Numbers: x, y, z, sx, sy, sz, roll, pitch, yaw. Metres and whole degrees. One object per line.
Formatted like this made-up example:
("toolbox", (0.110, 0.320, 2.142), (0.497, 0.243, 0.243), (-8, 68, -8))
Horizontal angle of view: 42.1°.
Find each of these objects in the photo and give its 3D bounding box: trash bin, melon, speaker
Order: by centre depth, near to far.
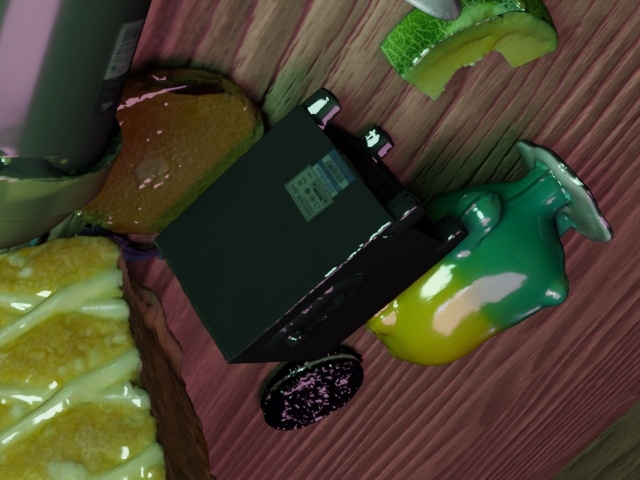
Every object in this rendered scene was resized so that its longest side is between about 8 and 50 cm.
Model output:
("trash bin", (-0.230, -0.142, 0.584), (0.214, 0.214, 0.333), (0, 130, -38))
("melon", (0.171, -0.227, 0.922), (0.210, 0.064, 0.118), (-25, 151, -5))
("speaker", (0.000, 0.000, 0.929), (0.254, 0.184, 0.232), (-41, 160, 14))

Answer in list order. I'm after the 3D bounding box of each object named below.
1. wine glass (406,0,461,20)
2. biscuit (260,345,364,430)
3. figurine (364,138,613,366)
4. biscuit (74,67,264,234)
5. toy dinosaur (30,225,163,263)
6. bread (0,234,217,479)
("wine glass", (0.133, -0.302, 0.711), (0.165, 0.165, 0.196), (3, 138, -40))
("biscuit", (-0.013, 0.247, 1.387), (0.195, 0.053, 0.194), (-21, 146, -15))
("figurine", (0.210, 0.037, 1.141), (0.340, 0.231, 0.323), (-40, 151, 3))
("biscuit", (-0.163, -0.088, 0.850), (0.226, 0.042, 0.226), (-22, 147, -15))
("toy dinosaur", (-0.245, 0.015, 0.919), (0.080, 0.045, 0.197), (-49, 151, 18))
("bread", (-0.315, 0.229, 0.820), (0.390, 0.371, 0.279), (-17, 145, -7))
